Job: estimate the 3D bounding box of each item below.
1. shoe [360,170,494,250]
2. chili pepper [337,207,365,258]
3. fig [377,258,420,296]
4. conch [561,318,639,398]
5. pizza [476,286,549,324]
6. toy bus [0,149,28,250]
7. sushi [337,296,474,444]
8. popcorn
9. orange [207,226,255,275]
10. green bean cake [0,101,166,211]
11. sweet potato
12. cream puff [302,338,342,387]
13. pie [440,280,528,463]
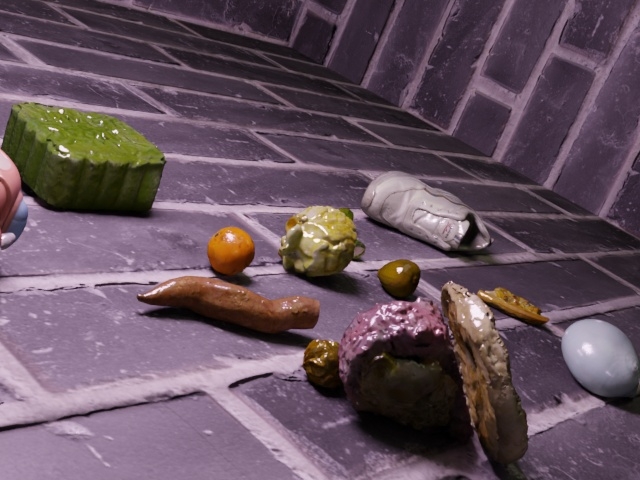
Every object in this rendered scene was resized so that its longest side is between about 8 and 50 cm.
[{"bbox_3d":[0.264,-0.058,2.167,0.342,0.132,0.210,14,17,-38],"label":"shoe"},{"bbox_3d":[0.053,-0.017,1.929,0.052,0.050,0.201,34,16,-21],"label":"chili pepper"},{"bbox_3d":[0.148,0.070,1.759,0.088,0.074,0.074,10,7,37],"label":"fig"},{"bbox_3d":[0.547,0.229,1.757,0.185,0.121,0.221,54,15,-1],"label":"conch"},{"bbox_3d":[0.412,0.135,1.952,0.160,0.036,0.099,25,18,5],"label":"pizza"},{"bbox_3d":[-0.493,-0.054,1.148,0.232,0.194,0.287,29,17,-8],"label":"toy bus"},{"bbox_3d":[0.114,0.196,1.269,0.161,0.241,0.107,-15,33,6],"label":"sushi"},{"bbox_3d":[0.000,0.000,1.669,0.135,0.141,0.162,-4,-34,39],"label":"popcorn"},{"bbox_3d":[-0.150,0.018,1.522,0.083,0.083,0.083,21,18,-7],"label":"orange"},{"bbox_3d":[-0.411,-0.147,1.603,0.248,0.125,0.222,5,25,-45],"label":"green bean cake"},{"bbox_3d":[-0.138,0.094,1.357,0.281,0.059,0.067,13,55,-20],"label":"sweet potato"},{"bbox_3d":[0.006,0.178,1.307,0.058,0.083,0.083,-18,23,17],"label":"cream puff"},{"bbox_3d":[0.225,0.185,1.293,0.055,0.274,0.274,-17,24,-2],"label":"pie"}]
